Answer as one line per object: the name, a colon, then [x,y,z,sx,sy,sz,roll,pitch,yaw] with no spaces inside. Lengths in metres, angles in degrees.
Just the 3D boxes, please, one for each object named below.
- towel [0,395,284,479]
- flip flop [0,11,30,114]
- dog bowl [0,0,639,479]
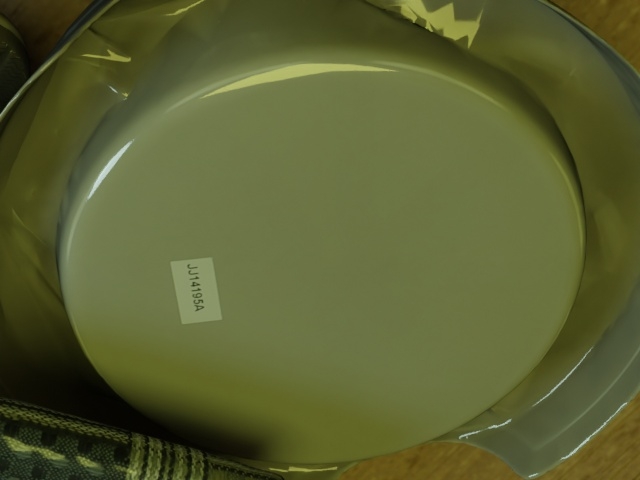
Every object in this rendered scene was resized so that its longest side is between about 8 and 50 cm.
towel: [-0.213,0.167,0.642,0.312,0.056,0.324,17,135,-18]
flip flop: [-0.269,-0.056,0.604,0.277,0.112,0.080,-27,66,19]
dog bowl: [0.000,0.000,0.597,0.349,0.102,0.349,-3,126,-4]
